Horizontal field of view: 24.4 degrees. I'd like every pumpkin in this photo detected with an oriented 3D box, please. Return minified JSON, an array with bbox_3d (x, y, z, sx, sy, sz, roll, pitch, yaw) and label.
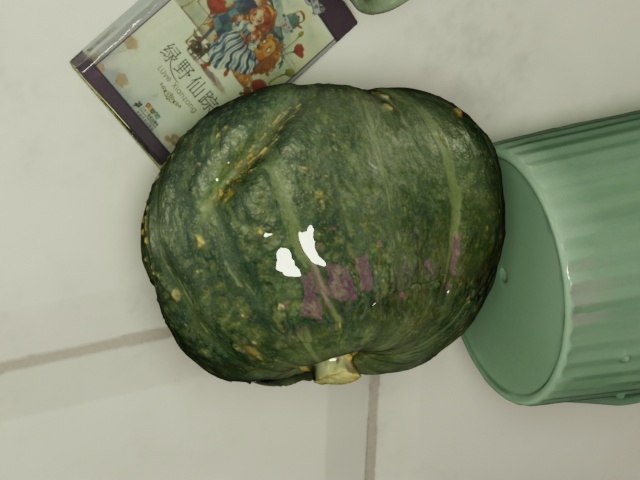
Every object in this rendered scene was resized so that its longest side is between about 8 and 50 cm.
[{"bbox_3d":[0.000,0.000,1.314,0.327,0.291,0.257,-7,76,-17],"label":"pumpkin"}]

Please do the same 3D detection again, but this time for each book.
[{"bbox_3d":[-0.089,-0.177,1.323,0.231,0.026,0.157,-42,127,-5],"label":"book"}]

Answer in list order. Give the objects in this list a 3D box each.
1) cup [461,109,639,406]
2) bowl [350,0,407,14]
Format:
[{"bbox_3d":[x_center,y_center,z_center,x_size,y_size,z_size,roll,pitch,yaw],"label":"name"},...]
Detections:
[{"bbox_3d":[0.353,0.046,1.519,0.392,0.310,0.401,-9,115,-20],"label":"cup"},{"bbox_3d":[0.070,-0.345,1.229,0.289,0.146,0.289,-48,168,-13],"label":"bowl"}]
